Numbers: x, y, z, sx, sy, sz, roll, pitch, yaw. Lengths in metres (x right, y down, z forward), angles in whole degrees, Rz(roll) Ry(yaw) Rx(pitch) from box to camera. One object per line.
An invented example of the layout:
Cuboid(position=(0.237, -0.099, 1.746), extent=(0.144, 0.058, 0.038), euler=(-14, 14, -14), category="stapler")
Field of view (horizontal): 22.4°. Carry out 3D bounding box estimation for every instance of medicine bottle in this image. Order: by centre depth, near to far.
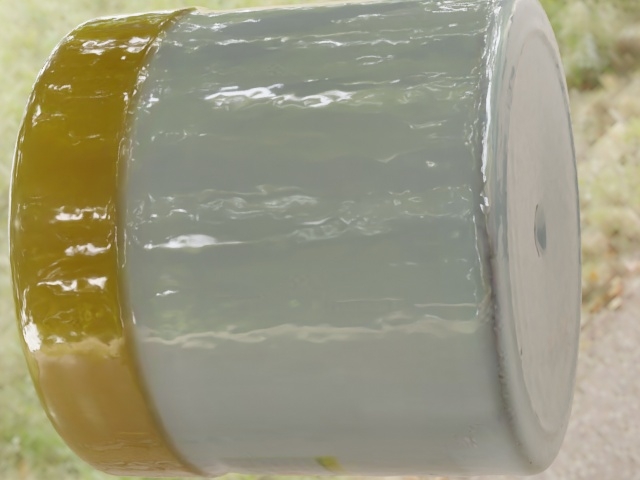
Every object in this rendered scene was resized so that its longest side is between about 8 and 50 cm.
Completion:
Cuboid(position=(0.000, 0.000, 0.802), extent=(0.232, 0.238, 0.238), euler=(-1, 36, 18), category="medicine bottle")
